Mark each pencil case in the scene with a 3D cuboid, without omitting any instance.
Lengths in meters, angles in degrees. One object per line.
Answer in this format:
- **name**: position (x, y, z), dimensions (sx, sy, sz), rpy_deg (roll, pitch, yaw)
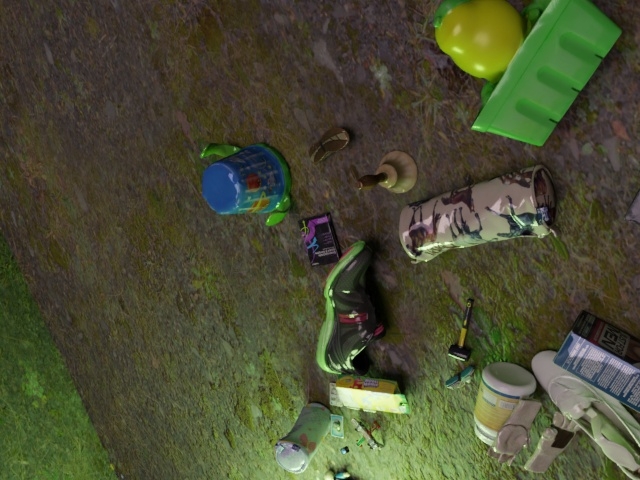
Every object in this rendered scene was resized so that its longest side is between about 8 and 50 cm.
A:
- **pencil case**: position (-0.053, 0.654, 2.033), dimensions (0.124, 0.273, 0.113), rpy_deg (25, 112, 14)
- **pencil case**: position (0.406, -0.056, 1.592), dimensions (0.410, 0.160, 0.183), rpy_deg (-16, 80, 35)

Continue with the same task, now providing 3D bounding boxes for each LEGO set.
- **LEGO set**: position (0.121, 0.608, 2.055), dimensions (0.183, 0.060, 0.244), rpy_deg (0, 92, 33)

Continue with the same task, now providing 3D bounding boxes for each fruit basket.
- **fruit basket**: position (0.430, -0.436, 1.385), dimensions (0.392, 0.283, 0.392), rpy_deg (8, 115, 17)

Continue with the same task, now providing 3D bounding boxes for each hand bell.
- **hand bell**: position (0.162, -0.169, 1.667), dimensions (0.126, 0.242, 0.126), rpy_deg (10, 110, 30)

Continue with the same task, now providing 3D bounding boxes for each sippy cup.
- **sippy cup**: position (-0.251, -0.183, 1.943), dimensions (0.306, 0.224, 0.240), rpy_deg (11, 109, 31)

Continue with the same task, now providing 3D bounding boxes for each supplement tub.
- **supplement tub**: position (0.507, 0.455, 1.686), dimensions (0.144, 0.144, 0.199), rpy_deg (17, 112, 28)

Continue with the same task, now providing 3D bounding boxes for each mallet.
- **mallet**: position (0.424, 0.263, 1.754), dimensions (0.062, 0.039, 0.189), rpy_deg (24, 112, 25)

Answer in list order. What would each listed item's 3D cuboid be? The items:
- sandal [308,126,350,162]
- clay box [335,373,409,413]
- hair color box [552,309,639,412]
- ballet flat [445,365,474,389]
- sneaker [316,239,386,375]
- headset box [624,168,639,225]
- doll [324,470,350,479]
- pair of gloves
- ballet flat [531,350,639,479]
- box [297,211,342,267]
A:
- **sandal**: position (0.031, -0.290, 1.840), dimensions (0.180, 0.049, 0.072), rpy_deg (-29, 82, 50)
- **clay box**: position (0.170, 0.487, 1.923), dimensions (0.222, 0.053, 0.127), rpy_deg (1, 138, 21)
- **hair color box**: position (0.760, 0.318, 1.464), dimensions (0.347, 0.174, 0.105), rpy_deg (31, 117, 22)
- **ballet flat**: position (0.422, 0.409, 1.799), dimensions (0.114, 0.041, 0.041), rpy_deg (-43, 79, 34)
- **sneaker**: position (0.117, 0.213, 1.870), dimensions (0.202, 0.185, 0.482), rpy_deg (17, 122, 19)
- **headset box**: position (0.839, -0.110, 1.311), dimensions (0.283, 0.131, 0.246), rpy_deg (29, 118, 23)
- **doll**: position (0.093, 0.866, 2.137), dimensions (0.189, 0.046, 0.129), rpy_deg (22, 125, 33)
- **pair of gloves**: position (0.576, 0.533, 1.633), dimensions (0.240, 0.042, 0.204), rpy_deg (24, 104, -23)
- **ballet flat**: position (0.707, 0.450, 1.564), dimensions (0.400, 0.139, 0.139), rpy_deg (45, 123, 14)
- **box**: position (0.000, 0.000, 1.953), dimensions (0.116, 0.029, 0.162), rpy_deg (-14, 97, 35)
